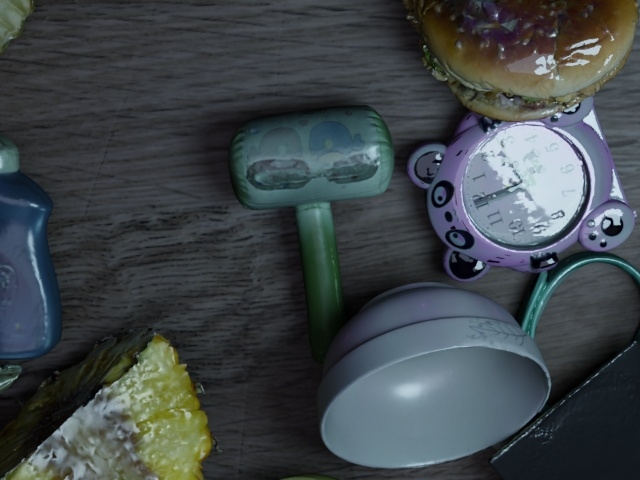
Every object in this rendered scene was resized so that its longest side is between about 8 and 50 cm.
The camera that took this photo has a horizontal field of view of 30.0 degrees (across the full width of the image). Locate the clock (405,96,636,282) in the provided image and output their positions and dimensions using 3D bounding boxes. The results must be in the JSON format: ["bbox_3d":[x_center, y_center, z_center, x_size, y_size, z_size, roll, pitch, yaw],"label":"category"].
[{"bbox_3d":[0.248,-0.069,1.502,0.247,0.090,0.228,-21,100,7],"label":"clock"}]

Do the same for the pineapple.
[{"bbox_3d":[-0.277,0.315,1.547,0.344,0.209,0.286,-44,111,-22],"label":"pineapple"}]

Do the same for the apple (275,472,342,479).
[{"bbox_3d":[-0.017,0.449,1.518,0.254,0.292,0.292,-38,98,20],"label":"apple"}]

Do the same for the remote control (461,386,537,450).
[{"bbox_3d":[0.301,0.283,1.605,0.261,0.029,0.067,32,101,-3],"label":"remote control"}]

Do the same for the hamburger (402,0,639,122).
[{"bbox_3d":[0.234,-0.268,1.405,0.286,0.146,0.243,21,73,25],"label":"hamburger"}]

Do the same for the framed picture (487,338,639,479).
[{"bbox_3d":[0.402,0.318,1.554,0.244,0.013,0.324,-39,109,2],"label":"framed picture"}]

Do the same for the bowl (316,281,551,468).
[{"bbox_3d":[0.129,0.154,1.489,0.286,0.144,0.287,-7,143,-5],"label":"bowl"}]

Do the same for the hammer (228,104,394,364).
[{"bbox_3d":[0.000,0.000,1.519,0.206,0.119,0.336,-5,108,3],"label":"hammer"}]

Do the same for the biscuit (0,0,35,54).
[{"bbox_3d":[-0.444,-0.328,1.494,0.187,0.036,0.274,18,101,-2],"label":"biscuit"}]

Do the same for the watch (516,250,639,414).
[{"bbox_3d":[0.345,0.133,1.550,0.195,0.068,0.237,24,100,-2],"label":"watch"}]

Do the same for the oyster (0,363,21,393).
[{"bbox_3d":[-0.553,0.173,1.571,0.252,0.087,0.199,-29,110,21],"label":"oyster"}]

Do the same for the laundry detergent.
[{"bbox_3d":[-0.411,0.004,1.531,0.143,0.094,0.290,0,102,11],"label":"laundry detergent"}]
